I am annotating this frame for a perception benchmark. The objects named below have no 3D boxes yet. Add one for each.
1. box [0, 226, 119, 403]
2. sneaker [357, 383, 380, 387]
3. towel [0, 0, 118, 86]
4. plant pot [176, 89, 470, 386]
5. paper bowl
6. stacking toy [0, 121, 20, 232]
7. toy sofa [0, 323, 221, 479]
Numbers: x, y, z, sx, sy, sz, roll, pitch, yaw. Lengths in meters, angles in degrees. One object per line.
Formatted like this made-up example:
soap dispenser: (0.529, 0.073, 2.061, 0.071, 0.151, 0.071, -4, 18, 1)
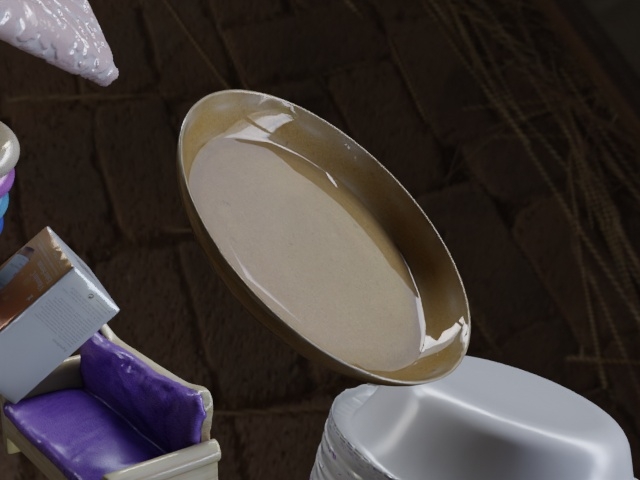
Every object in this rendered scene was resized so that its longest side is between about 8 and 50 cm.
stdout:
box: (-0.355, 0.089, 1.308, 0.170, 0.091, 0.130, -42, 37, -7)
sneaker: (0.110, 0.188, 1.448, 0.094, 0.212, 0.080, 35, 50, -1)
towel: (-0.410, -0.371, 1.373, 0.053, 0.332, 0.317, -31, 72, 17)
plant pot: (0.000, 0.000, 0.693, 0.236, 0.032, 0.236, 32, 33, -24)
paper bowl: (0.140, 0.192, 0.884, 0.284, 0.284, 0.148, 16, 100, 4)
stacking toy: (-0.455, 0.009, 1.335, 0.141, 0.330, 0.141, 10, 34, -7)
toy sofa: (-0.280, 0.237, 1.363, 0.150, 0.177, 0.363, -13, 21, -34)
